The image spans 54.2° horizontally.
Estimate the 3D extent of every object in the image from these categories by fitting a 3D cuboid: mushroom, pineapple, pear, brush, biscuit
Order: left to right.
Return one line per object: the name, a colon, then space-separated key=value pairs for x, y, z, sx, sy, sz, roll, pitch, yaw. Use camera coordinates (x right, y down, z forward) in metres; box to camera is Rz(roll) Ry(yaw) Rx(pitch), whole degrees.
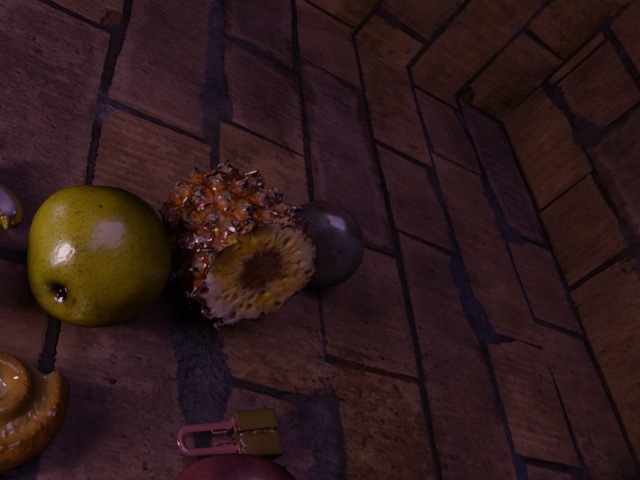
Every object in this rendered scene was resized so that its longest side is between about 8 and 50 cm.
biscuit: x=-0.562 y=0.279 z=1.031 sx=0.274 sy=0.091 sz=0.213 roll=24 pitch=40 yaw=-29
pear: x=-0.435 y=0.030 z=1.230 sx=0.294 sy=0.294 sz=0.294 roll=25 pitch=42 yaw=-25
brush: x=-0.191 y=0.409 z=1.295 sx=0.233 sy=0.047 sz=0.103 roll=8 pitch=51 yaw=-37
pineapple: x=-0.194 y=-0.007 z=1.418 sx=0.352 sy=0.352 sz=0.300 roll=1 pitch=40 yaw=-43
mushroom: x=0.000 y=0.000 z=1.726 sx=0.243 sy=0.243 sz=0.243 roll=25 pitch=42 yaw=-25

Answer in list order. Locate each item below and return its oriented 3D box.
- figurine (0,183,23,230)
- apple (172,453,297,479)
figurine: x=-0.680 y=-0.099 z=1.273 sx=0.178 sy=0.109 sz=0.129 roll=59 pitch=17 yaw=12
apple: x=-0.154 y=0.515 z=1.079 sx=0.305 sy=0.235 sz=0.306 roll=23 pitch=41 yaw=-22
